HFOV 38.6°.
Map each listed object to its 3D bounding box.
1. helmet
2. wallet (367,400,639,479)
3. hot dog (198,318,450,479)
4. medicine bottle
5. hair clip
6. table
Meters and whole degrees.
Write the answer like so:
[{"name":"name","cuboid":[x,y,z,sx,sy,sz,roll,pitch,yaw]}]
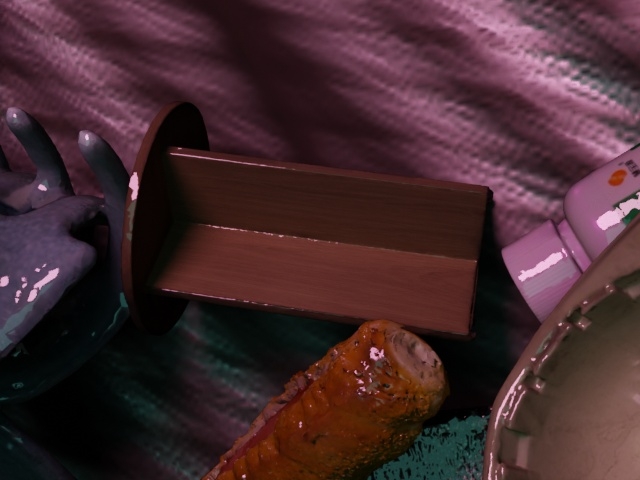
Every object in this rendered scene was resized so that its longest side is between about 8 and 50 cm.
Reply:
[{"name":"helmet","cuboid":[0.223,0.110,0.517,0.257,0.137,0.204,-58,38,17]},{"name":"wallet","cuboid":[0.154,0.218,0.625,0.262,0.071,0.221,-10,82,15]},{"name":"hot dog","cuboid":[-0.022,0.155,0.624,0.083,0.068,0.289,44,126,3]},{"name":"medicine bottle","cuboid":[0.242,-0.033,0.573,0.260,0.095,0.095,-32,81,15]},{"name":"hair clip","cuboid":[-0.297,0.024,0.662,0.318,0.392,0.238,17,69,19]},{"name":"table","cuboid":[0.000,0.000,0.632,0.227,0.167,0.167,8,93,9]}]
